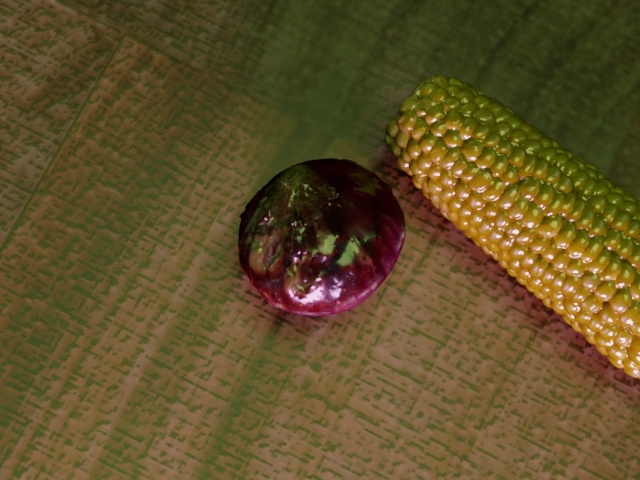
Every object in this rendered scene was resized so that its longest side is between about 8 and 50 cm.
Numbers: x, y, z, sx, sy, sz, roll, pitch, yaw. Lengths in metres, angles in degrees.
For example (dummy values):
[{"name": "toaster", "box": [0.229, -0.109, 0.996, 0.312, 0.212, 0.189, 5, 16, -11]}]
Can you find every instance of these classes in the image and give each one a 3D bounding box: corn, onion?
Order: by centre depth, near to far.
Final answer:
[{"name": "onion", "box": [0.000, 0.000, 0.814, 0.107, 0.097, 0.107, -8, 52, 10]}, {"name": "corn", "box": [0.155, -0.006, 0.825, 0.260, 0.091, 0.091, 41, 118, 5]}]
